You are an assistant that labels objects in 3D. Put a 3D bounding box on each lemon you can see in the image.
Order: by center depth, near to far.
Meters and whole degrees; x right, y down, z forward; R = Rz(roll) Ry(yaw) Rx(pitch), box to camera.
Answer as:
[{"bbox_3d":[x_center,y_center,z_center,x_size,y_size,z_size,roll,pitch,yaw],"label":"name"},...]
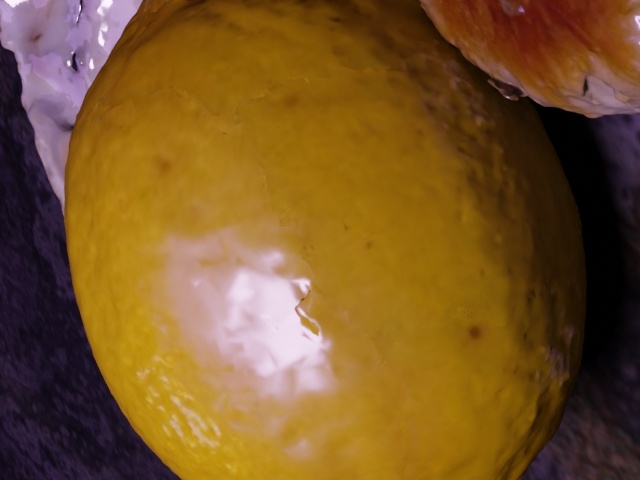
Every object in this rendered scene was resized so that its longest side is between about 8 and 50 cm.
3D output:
[{"bbox_3d":[0.002,0.004,0.841,0.236,0.236,0.263,-8,77,58],"label":"lemon"}]

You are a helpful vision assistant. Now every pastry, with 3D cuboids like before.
[{"bbox_3d":[0.096,-0.141,0.729,0.192,0.093,0.182,54,149,18],"label":"pastry"}]

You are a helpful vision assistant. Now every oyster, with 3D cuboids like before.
[{"bbox_3d":[-0.098,-0.076,1.061,0.275,0.100,0.271,44,142,52],"label":"oyster"}]
